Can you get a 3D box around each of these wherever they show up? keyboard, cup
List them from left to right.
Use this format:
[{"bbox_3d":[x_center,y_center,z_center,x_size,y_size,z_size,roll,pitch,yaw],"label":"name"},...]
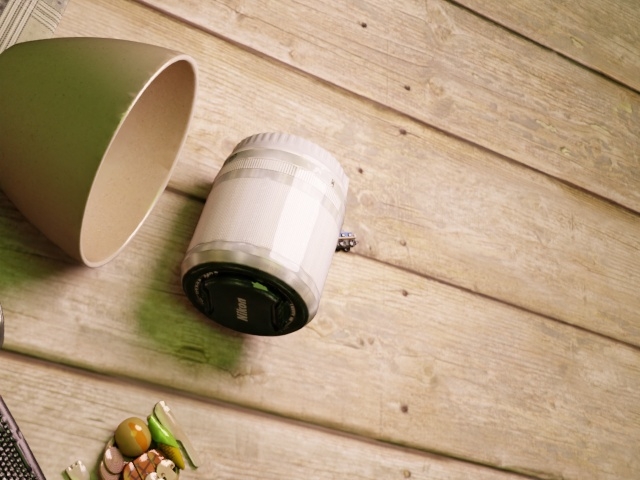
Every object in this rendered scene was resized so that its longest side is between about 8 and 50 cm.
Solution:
[{"bbox_3d":[-0.435,0.277,1.537,0.100,0.038,0.192,-29,88,-41],"label":"keyboard"},{"bbox_3d":[-0.355,-0.157,1.646,0.237,0.331,0.331,25,52,8],"label":"cup"}]

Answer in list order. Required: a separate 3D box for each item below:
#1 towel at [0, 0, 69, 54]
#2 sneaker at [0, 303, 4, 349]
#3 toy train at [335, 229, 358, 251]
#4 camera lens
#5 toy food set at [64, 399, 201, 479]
[{"bbox_3d":[-0.546,-0.397,1.759,0.312,0.056,0.324,34,51,-24],"label":"towel"},{"bbox_3d":[-0.540,0.046,1.531,0.163,0.106,0.281,-17,70,-36],"label":"sneaker"},{"bbox_3d":[0.000,0.000,2.002,0.158,0.027,0.036,-1,60,-37],"label":"toy train"},{"bbox_3d":[-0.085,-0.004,1.809,0.219,0.219,0.274,32,54,-22],"label":"camera lens"},{"bbox_3d":[-0.256,0.320,1.652,0.192,0.038,0.132,-35,93,-41],"label":"toy food set"}]
